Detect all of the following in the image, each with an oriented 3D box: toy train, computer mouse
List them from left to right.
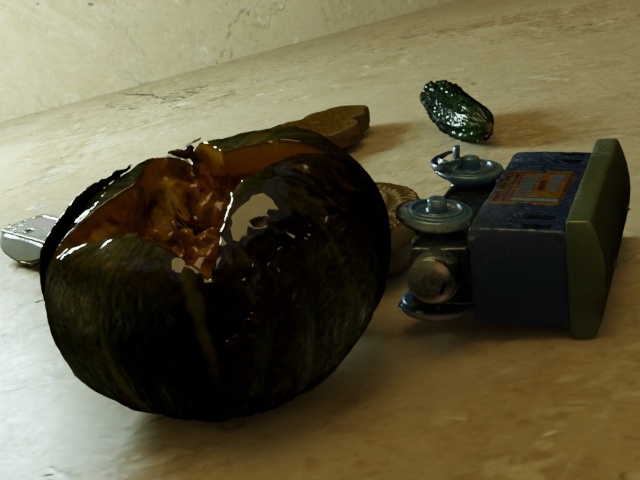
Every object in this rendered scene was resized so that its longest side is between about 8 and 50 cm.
[{"bbox_3d":[-0.376,0.000,1.565,0.102,0.045,0.199,-25,21,-33],"label":"computer mouse"},{"bbox_3d":[0.191,-0.006,1.082,0.202,0.131,0.300,2,22,19],"label":"toy train"}]

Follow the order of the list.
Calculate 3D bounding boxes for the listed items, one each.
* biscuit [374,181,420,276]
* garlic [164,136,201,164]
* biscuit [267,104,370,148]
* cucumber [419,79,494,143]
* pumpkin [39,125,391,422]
[{"bbox_3d":[0.000,0.000,1.253,0.259,0.079,0.259,-12,18,4],"label":"biscuit"},{"bbox_3d":[-0.193,-0.073,1.600,0.124,0.099,0.174,-32,23,-14],"label":"garlic"},{"bbox_3d":[-0.022,-0.160,1.834,0.183,0.047,0.320,-10,17,16],"label":"biscuit"},{"bbox_3d":[0.212,-0.198,1.749,0.077,0.077,0.265,-12,18,-1],"label":"cucumber"},{"bbox_3d":[-0.088,0.026,1.001,0.320,0.192,0.320,-17,31,11],"label":"pumpkin"}]
